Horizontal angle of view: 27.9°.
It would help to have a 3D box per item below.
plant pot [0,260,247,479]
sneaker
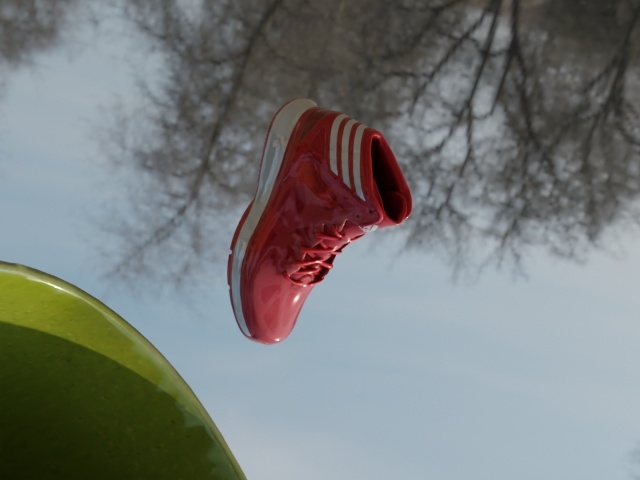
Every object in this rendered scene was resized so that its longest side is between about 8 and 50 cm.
[{"bbox_3d":[-0.190,0.189,0.455,0.274,0.294,0.274,52,-156,-34],"label":"plant pot"},{"bbox_3d":[0.000,0.000,1.090,0.128,0.221,0.087,22,-159,36],"label":"sneaker"}]
